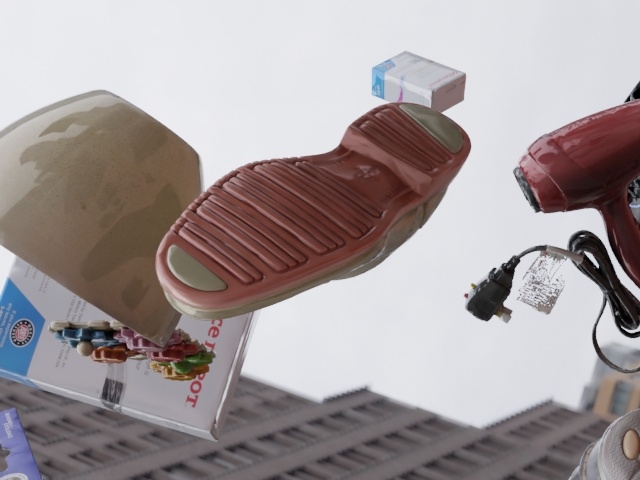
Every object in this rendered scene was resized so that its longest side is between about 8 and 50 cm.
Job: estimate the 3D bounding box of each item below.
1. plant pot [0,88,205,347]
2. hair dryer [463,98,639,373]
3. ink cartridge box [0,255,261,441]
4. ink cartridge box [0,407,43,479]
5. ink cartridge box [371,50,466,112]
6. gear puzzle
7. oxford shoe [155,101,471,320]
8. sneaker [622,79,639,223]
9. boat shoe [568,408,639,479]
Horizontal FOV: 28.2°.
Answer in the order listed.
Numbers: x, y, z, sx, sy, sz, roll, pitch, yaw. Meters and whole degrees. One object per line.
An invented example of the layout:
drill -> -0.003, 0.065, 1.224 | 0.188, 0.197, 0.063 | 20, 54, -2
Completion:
plant pot -> -0.230, -0.045, 1.327 | 0.191, 0.284, 0.284 | -57, -30, -6
hair dryer -> 0.284, -0.026, 1.243 | 0.080, 0.224, 0.293 | -111, 42, -62
ink cartridge box -> -0.311, 0.134, 2.074 | 0.166, 0.395, 0.285 | 91, -164, -75
ink cartridge box -> -0.486, 0.244, 1.310 | 0.371, 0.176, 0.069 | -13, -64, -19
ink cartridge box -> 0.152, -0.242, 1.976 | 0.088, 0.122, 0.052 | -31, -46, -38
gear puzzle -> -0.240, 0.162, 1.745 | 0.339, 0.176, 0.044 | 54, -144, -72
oxford shoe -> 0.000, 0.000, 1.194 | 0.397, 0.140, 0.146 | -27, -33, -42
sneaker -> 0.334, -0.097, 1.290 | 0.090, 0.081, 0.232 | 2, -65, -34
boat shoe -> 0.380, 0.256, 1.163 | 0.130, 0.355, 0.132 | -45, 24, 50
